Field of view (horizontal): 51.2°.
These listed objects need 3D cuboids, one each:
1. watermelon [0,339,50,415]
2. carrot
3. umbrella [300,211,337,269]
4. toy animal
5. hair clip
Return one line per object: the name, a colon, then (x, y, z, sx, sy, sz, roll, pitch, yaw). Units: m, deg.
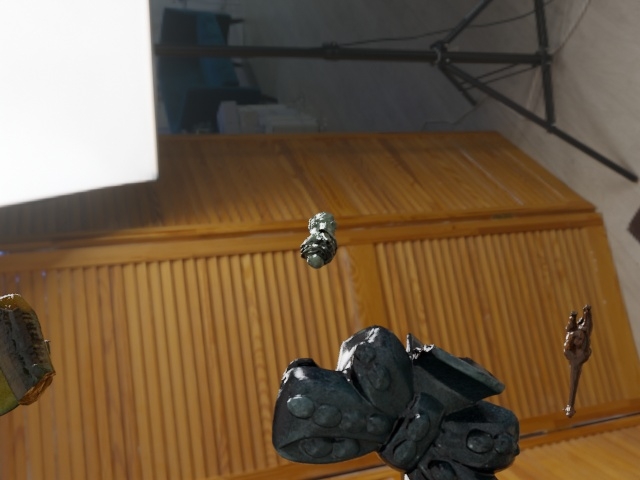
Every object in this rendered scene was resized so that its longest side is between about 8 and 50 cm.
watermelon: (-0.694, 0.294, 1.359, 0.123, 0.301, 0.129, 20, 119, 46)
carrot: (-0.478, 0.171, 1.068, 0.173, 0.082, 0.082, 58, 153, 15)
umbrella: (0.000, 0.000, 1.231, 0.143, 0.067, 0.062, -78, -17, -49)
toy animal: (0.629, 0.296, 1.642, 0.224, 0.067, 0.229, -65, -27, -42)
hair clip: (0.103, 0.217, 0.783, 0.206, 0.310, 0.194, -55, 0, -4)
